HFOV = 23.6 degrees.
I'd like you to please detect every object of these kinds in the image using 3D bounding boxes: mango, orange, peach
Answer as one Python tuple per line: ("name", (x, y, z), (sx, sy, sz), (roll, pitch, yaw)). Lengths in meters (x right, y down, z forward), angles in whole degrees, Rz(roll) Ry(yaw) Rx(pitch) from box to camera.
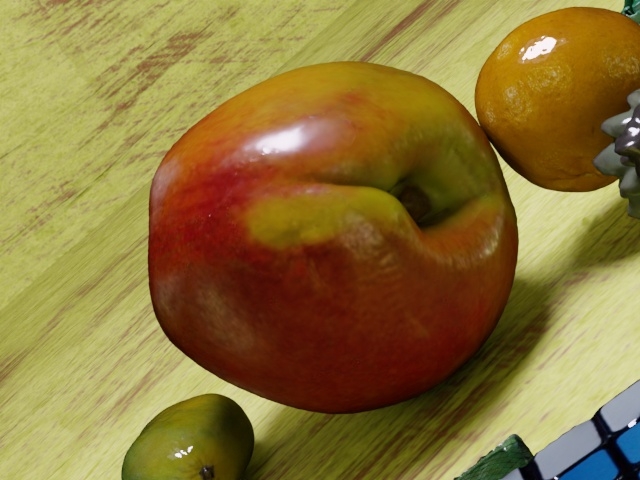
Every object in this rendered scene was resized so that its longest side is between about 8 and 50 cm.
("mango", (-0.118, 0.187, 1.369), (0.122, 0.085, 0.191), (-39, 15, 9))
("orange", (0.203, -0.108, 1.219), (0.159, 0.159, 0.136), (-28, 60, 34))
("peach", (0.000, 0.000, 1.250), (0.308, 0.308, 0.332), (-46, 19, -28))

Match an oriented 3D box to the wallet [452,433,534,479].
("wallet", (0.083, 0.207, 0.890), (0.160, 0.055, 0.236), (-40, 8, 5))

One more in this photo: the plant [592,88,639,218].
("plant", (0.286, -0.064, 1.077), (0.129, 0.132, 0.194), (-41, 8, -27))

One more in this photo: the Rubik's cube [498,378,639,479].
("Rubik's cube", (0.141, 0.176, 0.642), (0.154, 0.155, 0.151), (-36, 13, 7))

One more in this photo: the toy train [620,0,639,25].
("toy train", (0.377, -0.204, 1.248), (0.269, 0.154, 0.115), (-30, 13, 29))
